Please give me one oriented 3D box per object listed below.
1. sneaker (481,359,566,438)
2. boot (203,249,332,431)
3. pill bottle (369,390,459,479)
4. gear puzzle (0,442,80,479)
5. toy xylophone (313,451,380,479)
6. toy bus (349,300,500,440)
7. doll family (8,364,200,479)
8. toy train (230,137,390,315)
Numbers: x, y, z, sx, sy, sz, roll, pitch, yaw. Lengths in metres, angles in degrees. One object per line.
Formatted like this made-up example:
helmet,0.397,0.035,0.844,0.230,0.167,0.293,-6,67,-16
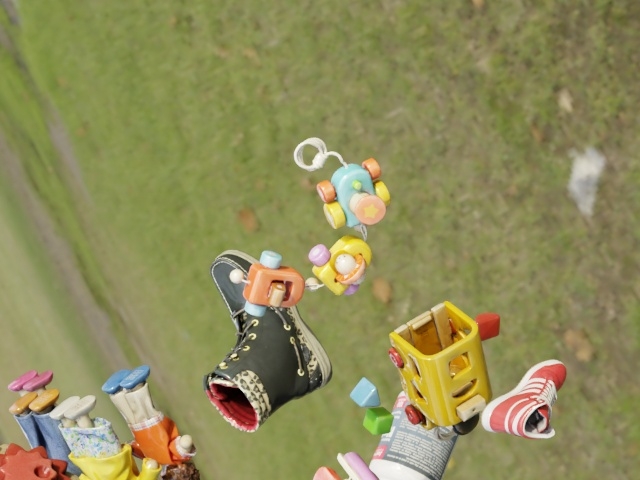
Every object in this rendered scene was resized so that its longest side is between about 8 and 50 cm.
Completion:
sneaker,0.225,0.162,1.329,0.067,0.118,0.042,7,124,53
boot,-0.103,0.134,1.789,0.236,0.178,0.085,53,129,3
pill bottle,0.131,0.318,1.904,0.108,0.180,0.108,21,157,10
gear puzzle,-0.216,0.240,1.064,0.338,0.175,0.044,24,124,4
toy xylophone,0.025,0.406,1.446,0.081,0.323,0.236,18,-176,-26
toy bus,0.161,0.181,1.639,0.202,0.191,0.104,16,-166,-37
doll family,-0.237,0.227,1.328,0.263,0.118,0.163,-6,116,44
toy train,0.000,0.000,1.155,0.046,0.125,0.166,42,114,55
